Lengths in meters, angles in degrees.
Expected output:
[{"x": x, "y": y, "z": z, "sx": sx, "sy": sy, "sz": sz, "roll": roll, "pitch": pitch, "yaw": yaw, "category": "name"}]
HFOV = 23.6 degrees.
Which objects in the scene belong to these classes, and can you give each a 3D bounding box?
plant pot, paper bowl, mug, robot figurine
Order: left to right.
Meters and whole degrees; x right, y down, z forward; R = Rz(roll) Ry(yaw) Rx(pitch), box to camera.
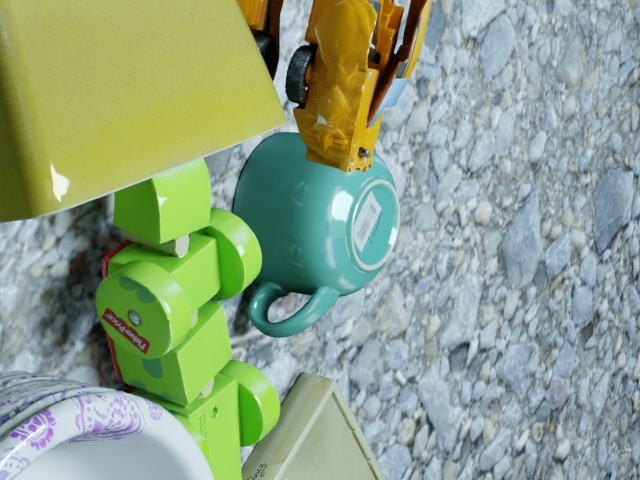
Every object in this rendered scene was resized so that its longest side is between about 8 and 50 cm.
[{"x": -0.198, "y": 0.221, "z": 0.947, "sx": 0.284, "sy": 0.148, "sz": 0.284, "roll": -21, "pitch": 116, "yaw": -53, "category": "paper bowl"}, {"x": -0.178, "y": -0.121, "z": 0.855, "sx": 0.212, "sy": 0.212, "sz": 0.187, "roll": -28, "pitch": 108, "yaw": -51, "category": "plant pot"}, {"x": -0.004, "y": -0.206, "z": 1.102, "sx": 0.085, "sy": 0.211, "sz": 0.291, "roll": -8, "pitch": 113, "yaw": -68, "category": "robot figurine"}, {"x": 0.005, "y": -0.006, "z": 1.247, "sx": 0.129, "sy": 0.097, "sz": 0.158, "roll": -22, "pitch": 116, "yaw": -53, "category": "mug"}]

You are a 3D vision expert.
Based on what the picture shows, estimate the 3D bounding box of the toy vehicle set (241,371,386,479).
[{"x": -0.036, "y": 0.266, "z": 1.312, "sx": 0.267, "sy": 0.035, "sz": 0.166, "roll": -57, "pitch": 141, "yaw": -32, "category": "toy vehicle set"}]

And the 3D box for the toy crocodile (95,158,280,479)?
[{"x": -0.107, "y": 0.083, "z": 1.110, "sx": 0.115, "sy": 0.105, "sz": 0.340, "roll": -41, "pitch": 135, "yaw": -46, "category": "toy crocodile"}]
